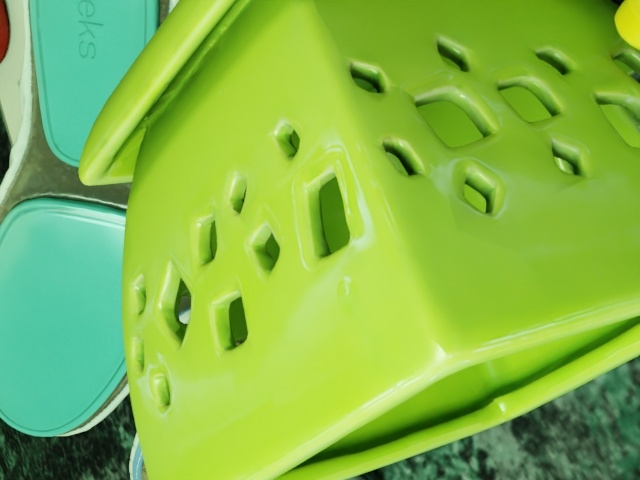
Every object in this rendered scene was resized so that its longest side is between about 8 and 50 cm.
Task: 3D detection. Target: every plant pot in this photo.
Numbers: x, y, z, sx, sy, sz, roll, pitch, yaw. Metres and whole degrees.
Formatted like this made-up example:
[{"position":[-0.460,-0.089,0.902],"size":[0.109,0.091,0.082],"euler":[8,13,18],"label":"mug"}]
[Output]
[{"position":[0.035,-0.022,0.544],"size":[0.227,0.228,0.207],"euler":[-41,65,49],"label":"plant pot"}]

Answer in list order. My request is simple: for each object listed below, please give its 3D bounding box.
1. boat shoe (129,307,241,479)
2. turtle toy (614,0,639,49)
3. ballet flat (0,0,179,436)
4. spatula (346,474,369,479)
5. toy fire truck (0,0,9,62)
[{"position":[-0.088,0.139,0.865],"size":[0.066,0.066,0.183],"euler":[33,127,36],"label":"boat shoe"},{"position":[0.139,-0.144,0.488],"size":[0.130,0.066,0.095],"euler":[56,137,19],"label":"turtle toy"},{"position":[-0.144,-0.052,0.817],"size":[0.139,0.139,0.400],"euler":[36,126,36],"label":"ballet flat"},{"position":[0.101,0.254,0.717],"size":[0.296,0.030,0.084],"euler":[53,139,21],"label":"spatula"},{"position":[-0.335,-0.119,1.005],"size":[0.217,0.158,0.246],"euler":[-31,92,50],"label":"toy fire truck"}]
